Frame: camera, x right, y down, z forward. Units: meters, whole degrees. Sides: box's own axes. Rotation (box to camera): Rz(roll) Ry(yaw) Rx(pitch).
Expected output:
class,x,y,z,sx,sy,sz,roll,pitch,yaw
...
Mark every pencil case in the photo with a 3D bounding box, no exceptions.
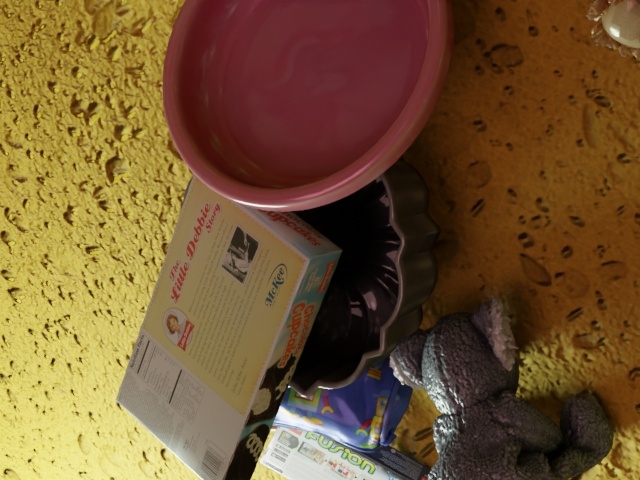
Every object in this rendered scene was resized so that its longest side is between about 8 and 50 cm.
class,x,y,z,sx,sy,sz,roll,pitch,yaw
pencil case,-0.042,0.171,1.843,0.306,0.119,0.133,10,83,13

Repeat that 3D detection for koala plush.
class,x,y,z,sx,sy,sz,roll,pitch,yaw
koala plush,0.181,0.178,1.711,0.196,0.203,0.221,-19,93,41

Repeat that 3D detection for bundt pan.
class,x,y,z,sx,sy,sz,roll,pitch,yaw
bundt pan,0.000,0.000,1.718,0.331,0.124,0.331,9,104,39

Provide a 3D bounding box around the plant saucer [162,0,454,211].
class,x,y,z,sx,sy,sz,roll,pitch,yaw
plant saucer,-0.006,-0.183,1.582,0.332,0.084,0.332,-10,70,28

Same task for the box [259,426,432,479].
class,x,y,z,sx,sy,sz,roll,pitch,yaw
box,0.035,0.288,1.941,0.207,0.036,0.114,29,131,2

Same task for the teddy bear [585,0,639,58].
class,x,y,z,sx,sy,sz,roll,pitch,yaw
teddy bear,0.333,-0.311,1.312,0.245,0.113,0.338,-7,110,10

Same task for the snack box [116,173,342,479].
class,x,y,z,sx,sy,sz,roll,pitch,yaw
snack box,-0.108,0.099,1.707,0.187,0.060,0.322,38,120,30

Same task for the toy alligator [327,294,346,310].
class,x,y,z,sx,sy,sz,roll,pitch,yaw
toy alligator,0.002,0.064,1.845,0.190,0.051,0.056,-21,83,41

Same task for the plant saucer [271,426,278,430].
class,x,y,z,sx,sy,sz,roll,pitch,yaw
plant saucer,-0.084,0.152,1.971,0.200,0.037,0.200,18,125,27
